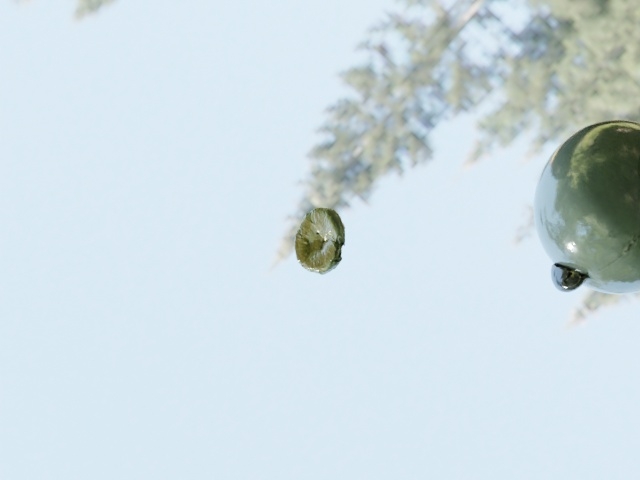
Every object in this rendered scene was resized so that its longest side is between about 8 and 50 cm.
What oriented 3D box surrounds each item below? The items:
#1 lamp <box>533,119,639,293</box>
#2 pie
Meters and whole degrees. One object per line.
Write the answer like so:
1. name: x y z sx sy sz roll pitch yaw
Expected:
1. lamp: 0.334 -0.051 1.624 0.197 0.244 0.198 27 -135 -31
2. pie: 0.000 0.000 1.919 0.020 0.084 0.084 5 -128 -47
